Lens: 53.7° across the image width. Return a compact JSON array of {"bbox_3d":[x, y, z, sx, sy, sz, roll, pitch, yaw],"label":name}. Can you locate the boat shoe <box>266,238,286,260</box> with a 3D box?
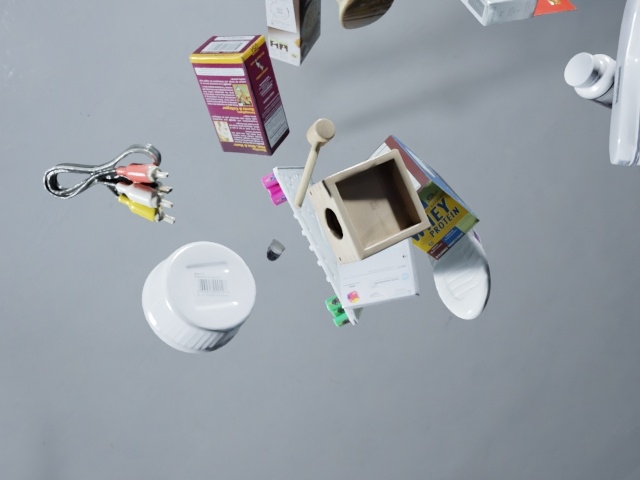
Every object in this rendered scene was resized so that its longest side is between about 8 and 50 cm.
[{"bbox_3d":[-0.127,0.029,1.777,0.046,0.125,0.038,35,101,-7],"label":"boat shoe"}]

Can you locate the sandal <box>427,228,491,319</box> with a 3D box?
[{"bbox_3d":[0.373,0.032,1.700,0.102,0.416,0.169,16,129,-30],"label":"sandal"}]

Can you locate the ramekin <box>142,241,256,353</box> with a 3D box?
[{"bbox_3d":[-0.301,0.137,1.617,0.277,0.135,0.277,14,59,-25],"label":"ramekin"}]

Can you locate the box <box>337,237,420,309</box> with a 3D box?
[{"bbox_3d":[0.102,0.026,1.191,0.145,0.038,0.186,-13,72,21],"label":"box"}]

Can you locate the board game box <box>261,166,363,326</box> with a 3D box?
[{"bbox_3d":[0.000,0.000,1.574,0.050,0.390,0.389,-27,92,11],"label":"board game box"}]

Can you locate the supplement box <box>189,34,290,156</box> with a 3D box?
[{"bbox_3d":[-0.132,-0.244,1.073,0.080,0.104,0.188,-58,146,-40],"label":"supplement box"}]

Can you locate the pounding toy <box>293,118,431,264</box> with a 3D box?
[{"bbox_3d":[0.029,-0.073,0.929,0.181,0.094,0.205,-25,92,-21],"label":"pounding toy"}]

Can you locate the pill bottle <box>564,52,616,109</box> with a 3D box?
[{"bbox_3d":[0.690,-0.388,1.539,0.194,0.108,0.108,11,96,-30],"label":"pill bottle"}]

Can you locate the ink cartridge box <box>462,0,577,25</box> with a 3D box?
[{"bbox_3d":[0.422,-0.602,1.449,0.239,0.275,0.060,-14,142,-12],"label":"ink cartridge box"}]

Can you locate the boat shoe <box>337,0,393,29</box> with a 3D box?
[{"bbox_3d":[0.078,-0.478,1.127,0.105,0.285,0.089,-16,79,-8],"label":"boat shoe"}]

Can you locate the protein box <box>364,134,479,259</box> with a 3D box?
[{"bbox_3d":[0.213,-0.097,1.432,0.136,0.201,0.200,-46,131,16],"label":"protein box"}]

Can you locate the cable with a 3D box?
[{"bbox_3d":[-0.392,-0.114,1.149,0.288,0.072,0.139,8,121,11],"label":"cable"}]

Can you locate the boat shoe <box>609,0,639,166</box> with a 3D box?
[{"bbox_3d":[0.430,-0.227,0.803,0.088,0.096,0.267,5,94,15],"label":"boat shoe"}]

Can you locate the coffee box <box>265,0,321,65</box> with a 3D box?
[{"bbox_3d":[-0.069,-0.606,1.666,0.098,0.246,0.141,22,63,11],"label":"coffee box"}]
